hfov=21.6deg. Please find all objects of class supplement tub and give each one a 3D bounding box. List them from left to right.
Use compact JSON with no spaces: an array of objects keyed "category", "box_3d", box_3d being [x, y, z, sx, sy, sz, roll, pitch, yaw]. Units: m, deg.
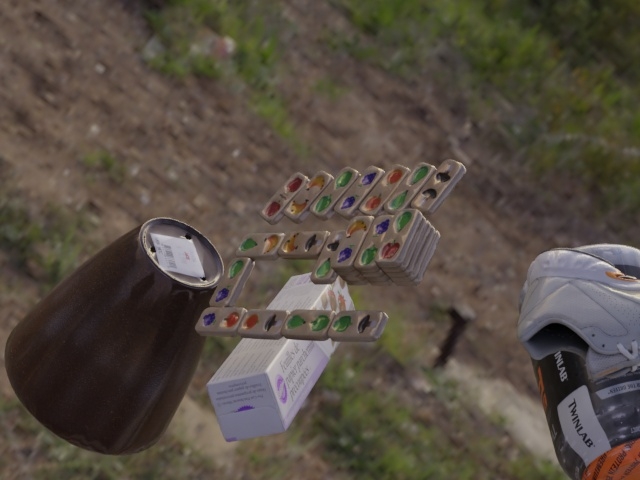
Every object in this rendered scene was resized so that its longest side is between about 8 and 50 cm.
[{"category":"supplement tub","box_3d":[0.393,0.188,2.220,0.207,0.207,0.338,17,43,-28]}]

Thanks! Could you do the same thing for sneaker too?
[{"category":"sneaker","box_3d":[0.314,0.091,1.621,0.121,0.262,0.099,-64,146,-33]}]

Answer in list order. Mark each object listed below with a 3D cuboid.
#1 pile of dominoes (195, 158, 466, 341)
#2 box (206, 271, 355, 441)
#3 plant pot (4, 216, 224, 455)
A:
[{"category":"pile of dominoes","box_3d":[0.000,0.000,1.542,0.040,0.251,0.196,46,58,-36]},{"category":"box","box_3d":[-0.033,0.108,1.697,0.324,0.067,0.063,-54,128,-69]},{"category":"plant pot","box_3d":[-0.212,0.090,1.898,0.215,0.230,0.215,25,35,-19]}]
